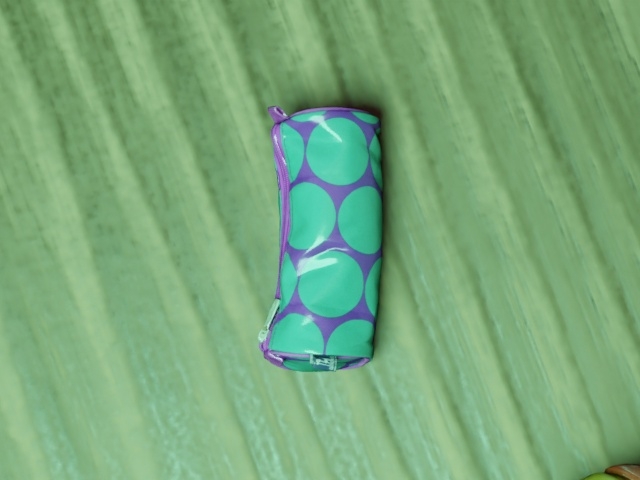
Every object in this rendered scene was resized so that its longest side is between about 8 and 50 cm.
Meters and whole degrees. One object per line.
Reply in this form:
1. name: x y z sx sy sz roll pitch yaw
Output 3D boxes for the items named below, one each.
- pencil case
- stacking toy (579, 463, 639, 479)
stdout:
1. pencil case: 0.000 0.000 0.998 0.070 0.064 0.152 4 85 -21
2. stacking toy: 0.281 0.198 0.864 0.130 0.279 0.309 -40 82 -11
